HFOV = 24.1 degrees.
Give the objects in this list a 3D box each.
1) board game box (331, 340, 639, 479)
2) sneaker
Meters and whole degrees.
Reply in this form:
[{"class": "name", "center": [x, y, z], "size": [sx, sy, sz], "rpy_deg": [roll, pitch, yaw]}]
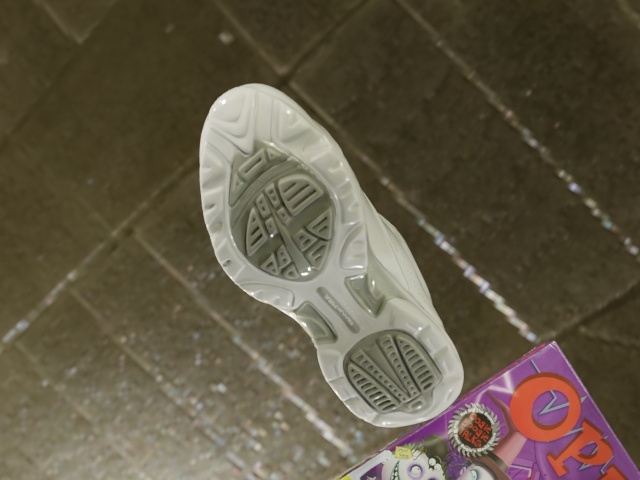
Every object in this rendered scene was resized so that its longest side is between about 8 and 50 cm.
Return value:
[{"class": "board game box", "center": [0.168, 0.270, 1.042], "size": [0.346, 0.208, 0.056], "rpy_deg": [57, 166, 4]}, {"class": "sneaker", "center": [0.000, 0.000, 0.883], "size": [0.090, 0.115, 0.232], "rpy_deg": [-25, 116, 10]}]
